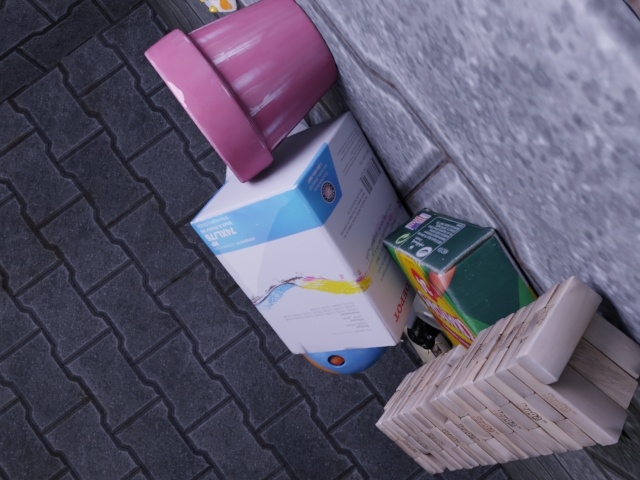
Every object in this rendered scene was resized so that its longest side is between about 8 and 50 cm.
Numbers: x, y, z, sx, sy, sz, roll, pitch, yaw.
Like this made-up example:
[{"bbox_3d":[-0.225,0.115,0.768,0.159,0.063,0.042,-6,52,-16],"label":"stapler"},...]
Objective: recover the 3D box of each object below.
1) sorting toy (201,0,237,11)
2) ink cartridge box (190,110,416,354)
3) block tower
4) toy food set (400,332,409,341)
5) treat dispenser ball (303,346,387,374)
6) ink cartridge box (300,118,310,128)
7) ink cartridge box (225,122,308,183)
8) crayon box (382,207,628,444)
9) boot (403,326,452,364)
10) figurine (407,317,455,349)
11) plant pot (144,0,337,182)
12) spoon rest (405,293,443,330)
[{"bbox_3d":[-0.184,-0.441,0.915,0.083,0.044,0.075,51,158,32],"label":"sorting toy"},{"bbox_3d":[0.000,0.000,0.783,0.270,0.197,0.198,57,-140,-24],"label":"ink cartridge box"},{"bbox_3d":[0.163,0.157,0.535,0.097,0.091,0.335,39,150,8],"label":"block tower"},{"bbox_3d":[0.220,0.269,1.662,0.232,0.104,0.111,11,129,44],"label":"toy food set"},{"bbox_3d":[0.062,0.234,1.523,0.288,0.288,0.288,53,178,3],"label":"treat dispenser ball"},{"bbox_3d":[-0.028,-0.160,1.128,0.180,0.104,0.060,54,180,1],"label":"ink cartridge box"},{"bbox_3d":[-0.078,-0.088,1.045,0.201,0.117,0.278,37,139,19],"label":"ink cartridge box"},{"bbox_3d":[0.219,0.117,0.668,0.319,0.081,0.202,53,177,-14],"label":"crayon box"},{"bbox_3d":[0.293,0.270,1.441,0.203,0.095,0.262,54,-178,-9],"label":"boot"},{"bbox_3d":[0.274,0.219,1.170,0.215,0.092,0.209,51,173,28],"label":"figurine"},{"bbox_3d":[-0.087,-0.203,0.677,0.201,0.180,0.201,53,178,2],"label":"plant pot"},{"bbox_3d":[0.203,0.116,0.989,0.137,0.084,0.276,32,167,-3],"label":"spoon rest"}]
